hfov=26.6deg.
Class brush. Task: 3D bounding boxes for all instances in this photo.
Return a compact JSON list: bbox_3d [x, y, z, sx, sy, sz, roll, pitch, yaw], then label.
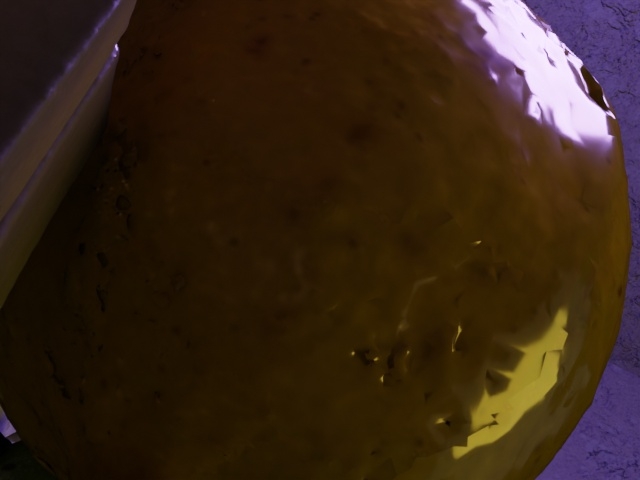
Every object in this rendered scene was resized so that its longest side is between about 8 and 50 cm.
[{"bbox_3d":[-0.071,-0.084,0.427,0.233,0.047,0.103,-65,-177,-37],"label":"brush"}]

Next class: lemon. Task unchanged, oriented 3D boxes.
[{"bbox_3d":[0.000,0.000,0.567,0.310,0.258,0.258,-62,-179,-33],"label":"lemon"}]

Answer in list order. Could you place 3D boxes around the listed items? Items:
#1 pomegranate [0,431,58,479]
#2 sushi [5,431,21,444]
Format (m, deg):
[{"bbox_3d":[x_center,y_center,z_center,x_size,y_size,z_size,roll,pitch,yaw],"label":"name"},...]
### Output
[{"bbox_3d":[-0.145,0.233,0.805,0.211,0.263,0.211,-22,172,-3],"label":"pomegranate"},{"bbox_3d":[-0.224,0.278,0.947,0.139,0.131,0.290,121,-27,-68],"label":"sushi"}]
